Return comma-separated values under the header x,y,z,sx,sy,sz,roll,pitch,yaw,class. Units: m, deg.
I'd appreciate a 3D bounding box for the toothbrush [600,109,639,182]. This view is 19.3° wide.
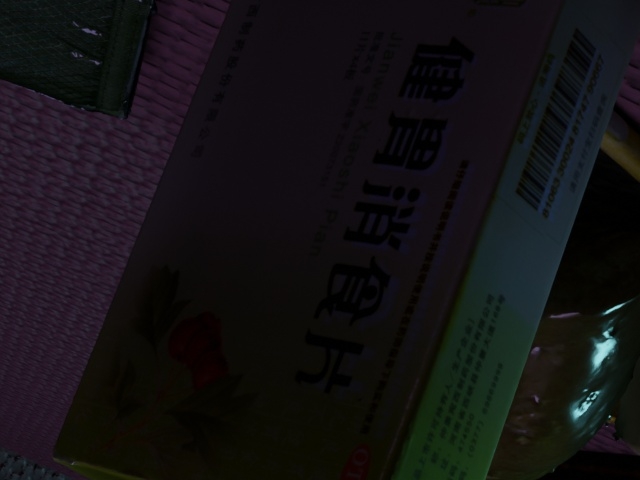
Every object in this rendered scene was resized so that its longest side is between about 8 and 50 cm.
x,y,z,sx,sy,sz,roll,pitch,yaw,class
0.181,-0.019,0.926,0.024,0.021,0.288,-9,146,42,toothbrush

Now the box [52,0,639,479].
x,y,z,sx,sy,sz,roll,pitch,yaw,class
0.011,-0.006,0.768,0.175,0.260,0.062,9,161,41,box

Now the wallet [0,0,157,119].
x,y,z,sx,sy,sz,roll,pitch,yaw,class
-0.202,-0.143,0.993,0.236,0.055,0.160,18,161,-5,wallet

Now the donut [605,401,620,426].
x,y,z,sx,sy,sz,roll,pitch,yaw,class
0.234,0.127,1.285,0.083,0.038,0.067,22,167,23,donut

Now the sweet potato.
x,y,z,sx,sy,sz,roll,pitch,yaw,class
0.088,0.074,1.067,0.158,0.157,0.369,22,152,4,sweet potato

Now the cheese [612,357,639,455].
x,y,z,sx,sy,sz,roll,pitch,yaw,class
0.267,0.104,1.078,0.167,0.093,0.123,23,154,-14,cheese

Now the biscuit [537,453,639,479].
x,y,z,sx,sy,sz,roll,pitch,yaw,class
0.269,0.222,1.479,0.107,0.073,0.388,31,163,-29,biscuit
